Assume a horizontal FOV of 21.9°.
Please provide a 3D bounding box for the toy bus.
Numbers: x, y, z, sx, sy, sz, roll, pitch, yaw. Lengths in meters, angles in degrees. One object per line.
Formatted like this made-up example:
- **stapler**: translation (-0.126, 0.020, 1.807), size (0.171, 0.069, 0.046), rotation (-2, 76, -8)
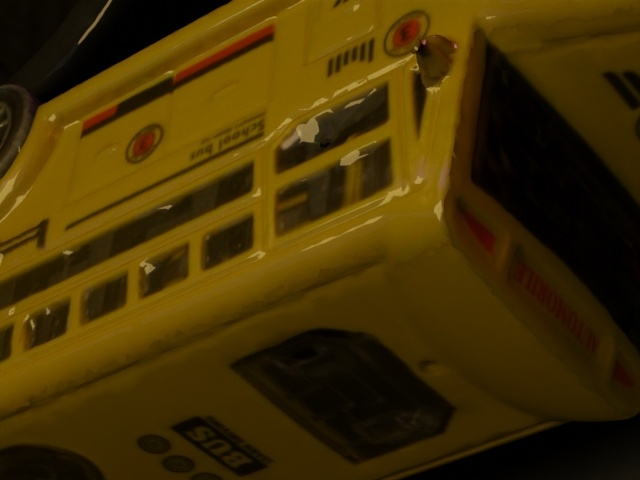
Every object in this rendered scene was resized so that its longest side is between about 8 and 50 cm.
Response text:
- **toy bus**: translation (0.000, 0.000, 0.534), size (0.330, 0.144, 0.152), rotation (-24, 42, 29)

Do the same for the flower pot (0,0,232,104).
- **flower pot**: translation (-0.073, -0.119, 0.715), size (0.235, 0.148, 0.235), rotation (-25, 53, 39)
